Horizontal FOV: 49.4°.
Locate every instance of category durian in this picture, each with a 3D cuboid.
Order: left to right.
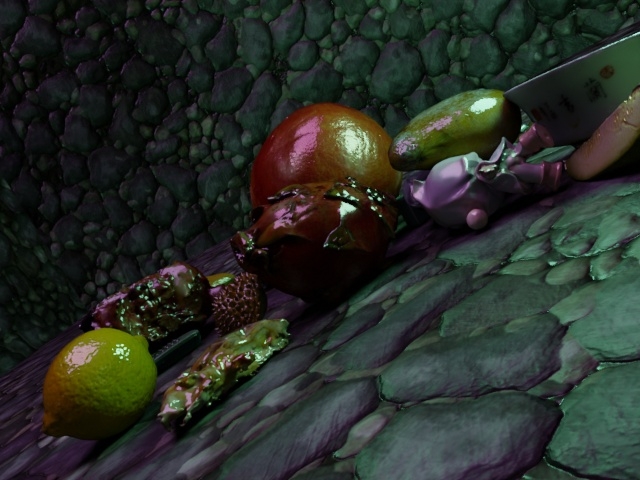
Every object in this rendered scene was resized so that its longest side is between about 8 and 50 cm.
[{"bbox_3d":[-0.166,0.132,1.367,0.102,0.147,0.208,11,-12,-14],"label":"durian"}]

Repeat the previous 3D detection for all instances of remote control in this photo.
[{"bbox_3d":[-0.357,0.268,1.535,0.222,0.042,0.072,-35,9,-28],"label":"remote control"}]

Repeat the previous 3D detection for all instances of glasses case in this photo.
[{"bbox_3d":[0.250,-0.104,1.585,0.184,0.078,0.039,-35,10,-35],"label":"glasses case"}]

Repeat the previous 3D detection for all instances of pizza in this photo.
[{"bbox_3d":[-0.182,0.220,1.149,0.189,0.071,0.297,-21,12,39],"label":"pizza"}]

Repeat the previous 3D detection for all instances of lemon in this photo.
[{"bbox_3d":[-0.391,0.255,1.242,0.186,0.187,0.244,-21,16,44],"label":"lemon"}]

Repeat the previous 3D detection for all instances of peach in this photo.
[{"bbox_3d":[0.013,-0.146,1.613,0.372,0.290,0.373,-21,53,30],"label":"peach"}]

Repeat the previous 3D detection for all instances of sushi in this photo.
[{"bbox_3d":[-0.379,0.174,1.641,0.343,0.197,0.181,-29,6,-41],"label":"sushi"}]

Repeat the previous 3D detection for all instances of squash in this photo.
[{"bbox_3d":[0.465,-0.159,1.111,0.169,0.093,0.252,22,-29,-37],"label":"squash"}]

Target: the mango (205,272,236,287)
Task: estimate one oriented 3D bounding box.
[{"bbox_3d":[-0.376,0.171,1.910,0.316,0.119,0.176,-27,-1,-18],"label":"mango"}]

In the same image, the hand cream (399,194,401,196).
[{"bbox_3d":[0.169,-0.097,1.945,0.174,0.047,0.076,-18,10,13],"label":"hand cream"}]

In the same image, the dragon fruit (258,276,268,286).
[{"bbox_3d":[-0.112,0.033,1.795,0.211,0.134,0.262,-37,11,-24],"label":"dragon fruit"}]

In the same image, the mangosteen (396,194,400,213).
[{"bbox_3d":[0.144,-0.105,1.791,0.152,0.153,0.152,-29,9,5],"label":"mangosteen"}]

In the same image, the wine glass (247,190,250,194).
[{"bbox_3d":[-0.096,-0.078,2.045,0.156,0.232,0.156,-29,7,4],"label":"wine glass"}]

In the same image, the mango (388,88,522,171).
[{"bbox_3d":[0.265,-0.208,1.398,0.316,0.146,0.192,-27,19,-21],"label":"mango"}]

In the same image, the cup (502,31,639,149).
[{"bbox_3d":[0.528,-0.266,1.273,0.347,0.163,0.347,-23,5,2],"label":"cup"}]

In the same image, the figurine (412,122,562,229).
[{"bbox_3d":[0.300,-0.109,1.270,0.275,0.133,0.200,-25,26,34],"label":"figurine"}]

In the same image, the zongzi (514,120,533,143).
[{"bbox_3d":[0.506,-0.231,1.658,0.130,0.062,0.154,-10,-21,-34],"label":"zongzi"}]

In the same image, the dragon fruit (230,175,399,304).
[{"bbox_3d":[-0.003,0.001,1.330,0.315,0.250,0.250,-27,6,-36],"label":"dragon fruit"}]

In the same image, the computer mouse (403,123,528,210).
[{"bbox_3d":[0.335,-0.151,1.510,0.379,0.090,0.167,-33,29,-25],"label":"computer mouse"}]
